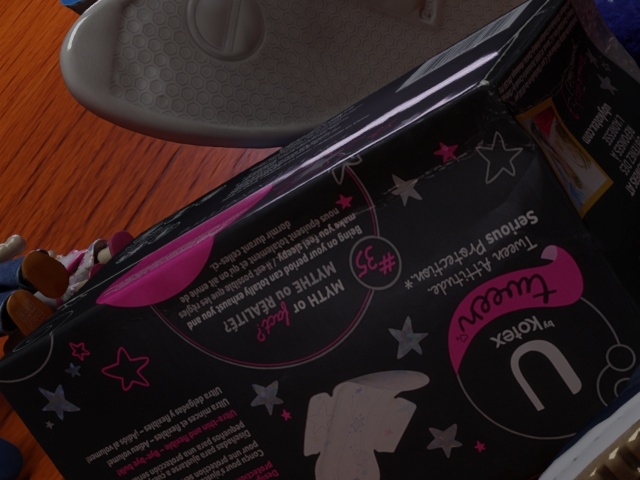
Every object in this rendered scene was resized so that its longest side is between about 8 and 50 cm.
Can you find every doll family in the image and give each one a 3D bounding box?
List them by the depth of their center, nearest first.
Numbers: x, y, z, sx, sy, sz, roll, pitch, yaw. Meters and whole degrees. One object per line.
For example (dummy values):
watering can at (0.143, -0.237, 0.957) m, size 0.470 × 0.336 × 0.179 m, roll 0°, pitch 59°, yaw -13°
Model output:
doll family at (-0.233, 0.068, 1.177) m, size 0.163 × 0.118 × 0.263 m, roll -18°, pitch 33°, yaw 46°

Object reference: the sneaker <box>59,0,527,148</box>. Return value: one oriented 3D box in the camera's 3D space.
sneaker at (-0.025, -0.095, 1.045) m, size 0.295 × 0.105 × 0.147 m, roll -13°, pitch -4°, yaw -32°

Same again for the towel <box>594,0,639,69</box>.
towel at (0.251, -0.151, 0.810) m, size 0.227 × 0.076 × 0.308 m, roll -45°, pitch 19°, yaw -27°

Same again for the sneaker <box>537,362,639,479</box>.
sneaker at (0.172, 0.016, 0.630) m, size 0.282 × 0.099 × 0.153 m, roll -36°, pitch 25°, yaw 4°

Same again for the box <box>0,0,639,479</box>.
box at (0.025, 0.027, 0.764) m, size 0.247 × 0.142 × 0.163 m, roll -29°, pitch 9°, yaw 28°

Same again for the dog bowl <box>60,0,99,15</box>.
dog bowl at (-0.087, -0.269, 1.603) m, size 0.297 × 0.074 × 0.166 m, roll -34°, pitch 24°, yaw 22°
